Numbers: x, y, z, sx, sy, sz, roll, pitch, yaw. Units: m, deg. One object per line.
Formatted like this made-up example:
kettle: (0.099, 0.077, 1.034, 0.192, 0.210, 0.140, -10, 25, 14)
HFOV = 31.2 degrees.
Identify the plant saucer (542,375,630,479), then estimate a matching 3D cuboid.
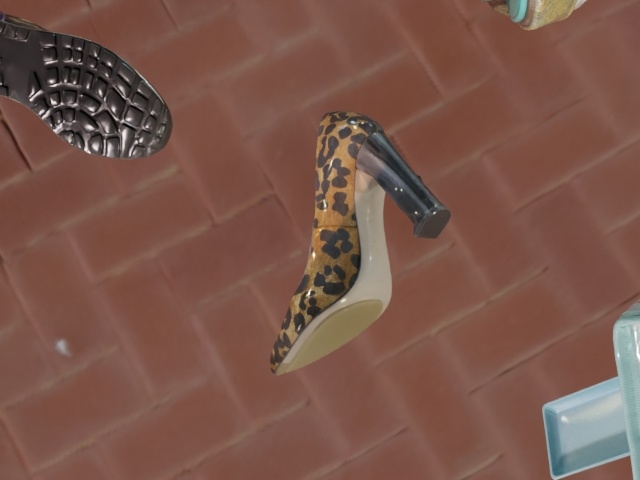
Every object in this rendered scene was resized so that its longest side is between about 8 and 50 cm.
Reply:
plant saucer: (0.257, 0.131, 0.889, 0.018, 0.192, 0.067, 27, 48, -36)

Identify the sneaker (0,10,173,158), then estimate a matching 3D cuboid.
sneaker: (-0.273, -0.179, 1.199, 0.283, 0.124, 0.107, 26, 106, 4)

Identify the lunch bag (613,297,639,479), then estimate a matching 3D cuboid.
lunch bag: (0.273, 0.135, 0.648, 0.160, 0.223, 0.262, -9, 97, 30)

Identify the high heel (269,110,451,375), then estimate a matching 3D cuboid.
high heel: (0.000, 0.000, 1.190, 0.261, 0.093, 0.186, -49, 56, 18)

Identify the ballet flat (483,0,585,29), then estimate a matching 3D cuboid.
ballet flat: (0.244, -0.291, 1.234, 0.123, 0.348, 0.123, 0, 103, 0)
